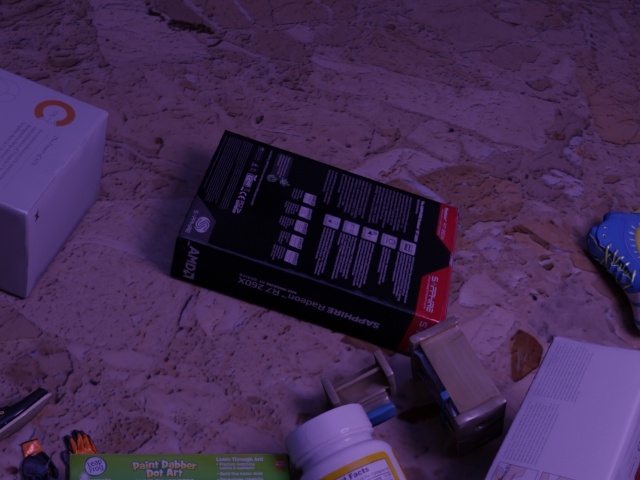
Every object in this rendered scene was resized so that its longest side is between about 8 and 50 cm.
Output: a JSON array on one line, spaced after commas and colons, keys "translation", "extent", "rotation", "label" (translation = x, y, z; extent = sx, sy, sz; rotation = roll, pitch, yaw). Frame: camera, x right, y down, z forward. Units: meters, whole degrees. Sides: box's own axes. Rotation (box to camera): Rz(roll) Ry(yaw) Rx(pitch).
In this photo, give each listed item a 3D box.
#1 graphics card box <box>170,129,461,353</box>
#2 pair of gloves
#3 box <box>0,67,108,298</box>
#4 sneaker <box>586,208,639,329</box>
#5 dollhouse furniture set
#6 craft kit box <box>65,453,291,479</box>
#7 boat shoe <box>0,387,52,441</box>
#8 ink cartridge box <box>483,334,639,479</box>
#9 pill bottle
[{"translation": [0.000, 0.000, 1.310], "extent": [0.370, 0.094, 0.233], "rotation": [19, 47, -4], "label": "graphics card box"}, {"translation": [-0.291, 0.249, 1.046], "extent": [0.083, 0.010, 0.074], "rotation": [-11, 54, -25], "label": "pair of gloves"}, {"translation": [-0.479, -0.109, 1.192], "extent": [0.345, 0.168, 0.215], "rotation": [22, 46, 2], "label": "box"}, {"translation": [0.474, 0.043, 1.456], "extent": [0.126, 0.091, 0.240], "rotation": [8, 45, 13], "label": "sneaker"}, {"translation": [0.117, 0.210, 1.165], "extent": [0.183, 0.129, 0.129], "rotation": [-25, 59, -7], "label": "dollhouse furniture set"}, {"translation": [-0.144, 0.345, 0.978], "extent": [0.249, 0.061, 0.247], "rotation": [5, 52, -17], "label": "craft kit box"}, {"translation": [-0.359, 0.203, 1.037], "extent": [0.042, 0.049, 0.133], "rotation": [45, 55, 10], "label": "boat shoe"}, {"translation": [0.290, 0.317, 1.072], "extent": [0.130, 0.272, 0.309], "rotation": [8, 38, 31], "label": "ink cartridge box"}, {"translation": [0.047, 0.295, 1.030], "extent": [0.119, 0.119, 0.208], "rotation": [-14, 64, -29], "label": "pill bottle"}]
